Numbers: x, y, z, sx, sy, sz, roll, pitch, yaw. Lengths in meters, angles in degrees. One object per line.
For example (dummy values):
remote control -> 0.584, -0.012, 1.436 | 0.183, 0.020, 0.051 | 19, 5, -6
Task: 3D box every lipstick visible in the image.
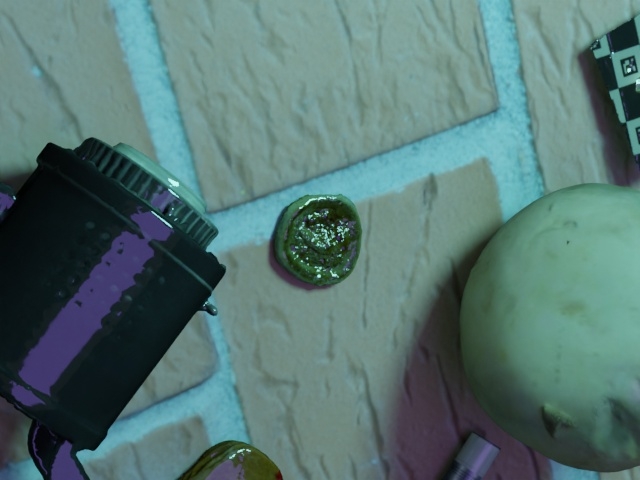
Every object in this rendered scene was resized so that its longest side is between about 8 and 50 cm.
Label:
lipstick -> 0.154, 0.288, 1.600 | 0.040, 0.040, 0.141 | 35, 86, -28

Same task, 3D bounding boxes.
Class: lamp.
lamp -> -0.212, 0.051, 1.268 | 0.272, 0.205, 0.374 | -35, 104, -11

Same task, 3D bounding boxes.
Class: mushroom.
mushroom -> 0.313, 0.114, 1.542 | 0.314, 0.314, 0.336 | -52, 148, -7

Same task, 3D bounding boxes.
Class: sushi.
sushi -> 0.417, -0.193, 1.621 | 0.210, 0.040, 0.193 | -29, 106, -15

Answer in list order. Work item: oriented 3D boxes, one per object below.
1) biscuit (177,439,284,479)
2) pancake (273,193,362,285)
biscuit -> -0.104, 0.378, 1.486 | 0.262, 0.052, 0.277 | -38, 115, -14
pancake -> -0.001, 0.000, 1.471 | 0.108, 0.017, 0.108 | -5, 100, -27
